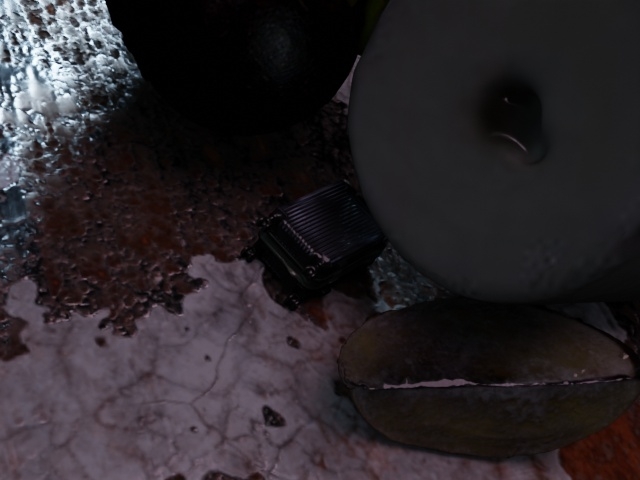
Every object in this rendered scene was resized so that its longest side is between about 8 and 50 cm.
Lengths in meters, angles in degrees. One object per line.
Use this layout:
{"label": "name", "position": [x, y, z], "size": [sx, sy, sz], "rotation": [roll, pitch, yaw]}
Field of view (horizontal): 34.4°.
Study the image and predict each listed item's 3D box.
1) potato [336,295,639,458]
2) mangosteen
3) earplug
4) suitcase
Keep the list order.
{"label": "potato", "position": [0.136, 0.122, 0.901], "size": [0.261, 0.100, 0.120], "rotation": [0, 34, -8]}
{"label": "mangosteen", "position": [-0.063, -0.257, 0.967], "size": [0.300, 0.300, 0.300], "rotation": [15, 46, -16]}
{"label": "earplug", "position": [0.263, -0.095, 0.967], "size": [0.394, 0.312, 0.313], "rotation": [6, 45, -52]}
{"label": "suitcase", "position": [0.000, 0.000, 0.954], "size": [0.086, 0.059, 0.126], "rotation": [48, 44, 16]}
